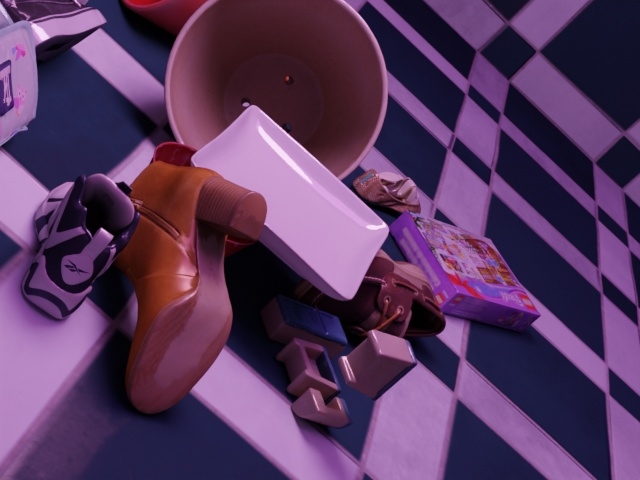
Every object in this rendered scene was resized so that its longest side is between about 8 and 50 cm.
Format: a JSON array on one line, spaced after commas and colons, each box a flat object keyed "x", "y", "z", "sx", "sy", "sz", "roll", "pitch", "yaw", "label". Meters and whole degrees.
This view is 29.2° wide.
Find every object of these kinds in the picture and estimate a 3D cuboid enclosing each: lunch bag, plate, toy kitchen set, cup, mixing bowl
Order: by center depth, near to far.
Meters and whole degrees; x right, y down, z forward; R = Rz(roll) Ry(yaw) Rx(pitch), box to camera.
[{"x": -0.445, "y": -0.219, "z": 1.433, "sx": 0.262, "sy": 0.160, "sz": 0.223, "roll": 55, "pitch": 16, "yaw": -14, "label": "lunch bag"}, {"x": 0.039, "y": 0.136, "z": 1.634, "sx": 0.122, "sy": 0.166, "sz": 0.207, "roll": 25, "pitch": 31, "yaw": -39, "label": "toy kitchen set"}, {"x": -0.178, "y": -0.033, "z": 1.638, "sx": 0.181, "sy": 0.098, "sz": 0.181, "roll": 37, "pitch": 24, "yaw": -19, "label": "mixing bowl"}, {"x": -0.042, "y": -0.049, "z": 1.694, "sx": 0.278, "sy": 0.045, "sz": 0.277, "roll": 41, "pitch": 25, "yaw": -4, "label": "plate"}, {"x": -0.072, "y": -0.223, "z": 1.924, "sx": 0.331, "sy": 0.331, "sz": 0.237, "roll": 44, "pitch": -2, "yaw": -3, "label": "cup"}]

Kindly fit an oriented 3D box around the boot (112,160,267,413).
[{"x": -0.194, "y": 0.047, "z": 1.449, "sx": 0.211, "sy": 0.295, "sz": 0.104, "roll": 13, "pitch": -18, "yaw": 44, "label": "boot"}]

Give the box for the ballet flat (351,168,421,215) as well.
[{"x": 0.143, "y": -0.090, "z": 2.305, "sx": 0.206, "sy": 0.067, "sz": 0.073, "roll": 13, "pitch": 38, "yaw": -52, "label": "ballet flat"}]

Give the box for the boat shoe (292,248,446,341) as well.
[{"x": 0.090, "y": 0.098, "z": 1.850, "sx": 0.123, "sy": 0.123, "sz": 0.342, "roll": 55, "pitch": 19, "yaw": 25, "label": "boat shoe"}]

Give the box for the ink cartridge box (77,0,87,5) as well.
[{"x": -0.438, "y": -0.485, "z": 1.788, "sx": 0.307, "sy": 0.223, "sz": 0.129, "roll": 34, "pitch": 26, "yaw": -24, "label": "ink cartridge box"}]

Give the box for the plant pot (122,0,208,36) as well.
[{"x": -0.176, "y": -0.448, "z": 2.153, "sx": 0.243, "sy": 0.275, "sz": 0.275, "roll": 37, "pitch": 23, "yaw": -40, "label": "plant pot"}]

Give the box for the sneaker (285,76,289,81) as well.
[{"x": -0.025, "y": -0.283, "z": 2.339, "sx": 0.215, "sy": 0.084, "sz": 0.083, "roll": 47, "pitch": 18, "yaw": -20, "label": "sneaker"}]

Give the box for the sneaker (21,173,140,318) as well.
[{"x": -0.263, "y": -0.030, "z": 1.422, "sx": 0.094, "sy": 0.153, "sz": 0.235, "roll": 39, "pitch": 24, "yaw": -16, "label": "sneaker"}]

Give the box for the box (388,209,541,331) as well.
[{"x": 0.270, "y": 0.060, "z": 2.283, "sx": 0.293, "sy": 0.057, "sz": 0.201, "roll": 17, "pitch": 35, "yaw": -48, "label": "box"}]

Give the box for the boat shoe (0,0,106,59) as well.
[{"x": -0.387, "y": -0.307, "z": 1.679, "sx": 0.105, "sy": 0.113, "sz": 0.306, "roll": 59, "pitch": 17, "yaw": -8, "label": "boat shoe"}]
